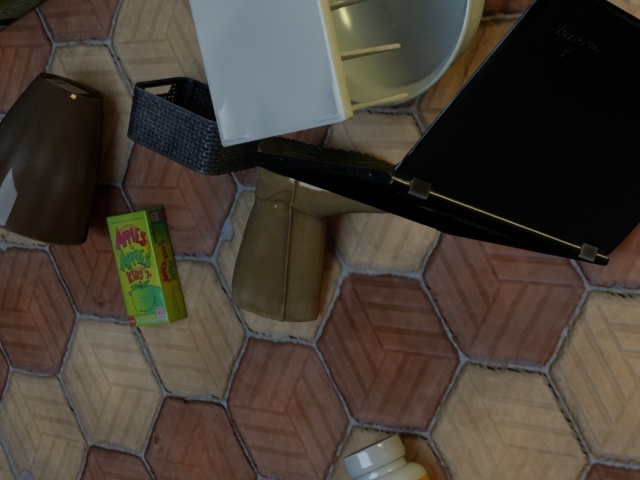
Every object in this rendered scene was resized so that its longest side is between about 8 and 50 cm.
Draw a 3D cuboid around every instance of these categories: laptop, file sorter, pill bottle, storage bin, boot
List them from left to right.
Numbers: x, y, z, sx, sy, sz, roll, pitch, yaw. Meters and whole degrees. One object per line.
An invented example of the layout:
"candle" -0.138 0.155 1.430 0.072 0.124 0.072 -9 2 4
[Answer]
"storage bin" -0.181 -0.169 2.089 0.180 0.122 0.084 27 116 32
"file sorter" -0.025 -0.275 1.728 0.192 0.173 0.278 -8 96 39
"boot" 0.000 0.000 2.007 0.236 0.089 0.270 19 125 14
"pill bottle" 0.112 0.381 1.986 0.117 0.117 0.208 -31 81 40
"laptop" 0.203 -0.130 1.638 0.408 0.382 0.236 13 86 49

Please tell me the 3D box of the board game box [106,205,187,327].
"board game box" -0.277 0.043 2.269 0.092 0.043 0.181 -9 95 40

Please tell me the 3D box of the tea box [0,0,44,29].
"tea box" -0.597 -0.456 2.223 0.323 0.329 0.220 -23 86 41

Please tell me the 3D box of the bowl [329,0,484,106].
"bowl" 0.101 -0.325 1.813 0.297 0.134 0.298 11 108 36

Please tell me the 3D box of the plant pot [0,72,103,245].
"plant pot" -0.436 -0.140 2.269 0.215 0.215 0.230 30 104 31
